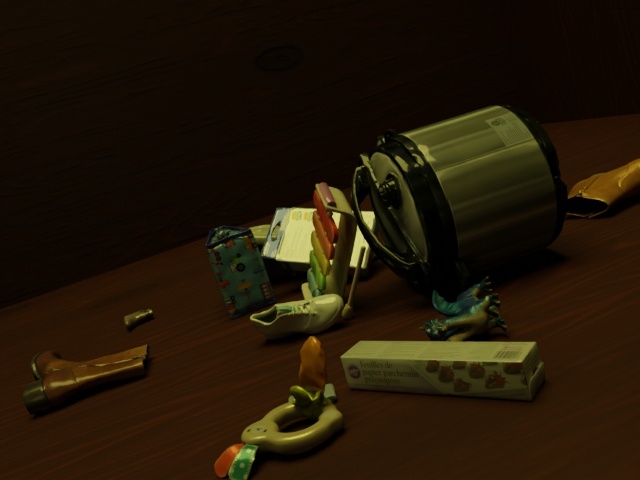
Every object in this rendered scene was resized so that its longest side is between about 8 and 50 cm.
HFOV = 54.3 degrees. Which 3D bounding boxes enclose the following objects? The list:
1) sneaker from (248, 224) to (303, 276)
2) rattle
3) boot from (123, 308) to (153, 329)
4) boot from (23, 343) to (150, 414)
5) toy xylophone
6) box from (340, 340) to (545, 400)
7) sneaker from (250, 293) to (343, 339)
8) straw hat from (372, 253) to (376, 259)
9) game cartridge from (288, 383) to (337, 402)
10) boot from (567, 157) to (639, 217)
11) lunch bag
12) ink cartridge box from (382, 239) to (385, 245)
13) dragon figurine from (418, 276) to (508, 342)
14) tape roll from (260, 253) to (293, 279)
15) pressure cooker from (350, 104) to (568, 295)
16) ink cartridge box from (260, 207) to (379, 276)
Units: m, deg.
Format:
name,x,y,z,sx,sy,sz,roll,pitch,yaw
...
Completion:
name,x,y,z,sx,sy,sz,roll,pitch,yaw
sneaker,-0.111,0.037,1.910,0.350,0.148,0.131,0,20,17
rattle,-0.073,0.252,0.924,0.200,0.142,0.130,-14,28,-16
boot,-0.569,0.242,1.958,0.087,0.042,0.118,-18,11,-14
boot,-0.565,0.300,1.536,0.281,0.096,0.264,-19,11,-12
toy xylophone,0.026,0.035,1.449,0.081,0.322,0.236,0,25,-14
box,0.179,0.198,0.973,0.324,0.063,0.067,-8,13,40
sneaker,-0.055,0.163,1.378,0.212,0.094,0.080,-21,52,18
straw hat,0.139,0.028,1.844,0.061,0.144,0.144,26,17,2
game cartridge,-0.015,0.268,1.057,0.083,0.017,0.056,-18,7,-1
boot,0.779,-0.131,1.593,0.295,0.104,0.211,-13,16,48
lunch bag,-0.252,0.074,1.816,0.138,0.220,0.293,-20,12,-13
ink cartridge box,0.336,-0.078,1.911,0.211,0.121,0.289,-9,14,38
dragon figurine,0.249,0.131,1.131,0.144,0.085,0.289,-15,13,9
tape roll,-0.125,0.059,2.065,0.189,0.080,0.189,-16,12,4
pressure cooker,0.284,-0.093,1.425,0.421,0.375,0.370,-19,14,-11
ink cartridge box,0.000,0.000,1.759,0.311,0.065,0.185,5,60,18
